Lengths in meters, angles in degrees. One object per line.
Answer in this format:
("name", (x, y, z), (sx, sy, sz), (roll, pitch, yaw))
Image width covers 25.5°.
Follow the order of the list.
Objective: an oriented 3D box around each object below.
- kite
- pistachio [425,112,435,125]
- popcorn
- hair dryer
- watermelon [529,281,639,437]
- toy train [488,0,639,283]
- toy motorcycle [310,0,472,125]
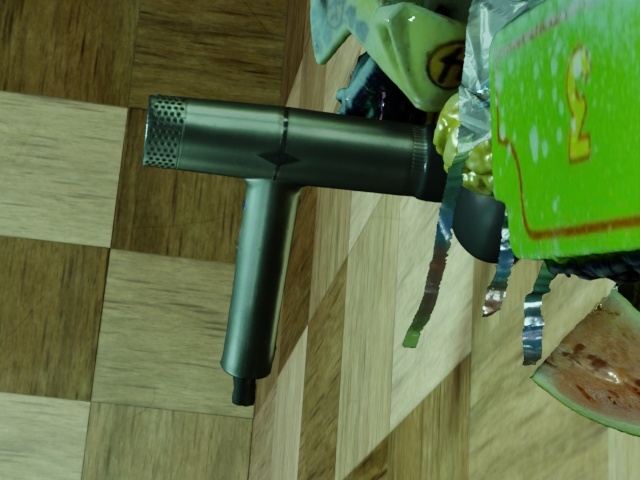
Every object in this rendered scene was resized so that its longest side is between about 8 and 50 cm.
("kite", (0.124, -0.069, 0.877), (0.169, 0.015, 0.310), (3, 64, 47))
("pistachio", (0.108, -0.180, 1.516), (0.089, 0.049, 0.173), (-98, 16, -56))
("popcorn", (0.139, -0.079, 0.960), (0.116, 0.121, 0.106), (-81, 2, -53))
("hair dryer", (0.015, -0.008, 1.216), (0.155, 0.320, 0.284), (-92, 2, -47))
("watermelon", (0.180, 0.054, 0.763), (0.069, 0.087, 0.163), (-54, -6, -21))
("toy train", (0.174, -0.103, 0.625), (0.307, 0.174, 0.248), (166, 102, -81))
("toy motorcycle", (0.080, -0.268, 1.309), (0.237, 0.169, 0.410), (-18, 68, 62))
